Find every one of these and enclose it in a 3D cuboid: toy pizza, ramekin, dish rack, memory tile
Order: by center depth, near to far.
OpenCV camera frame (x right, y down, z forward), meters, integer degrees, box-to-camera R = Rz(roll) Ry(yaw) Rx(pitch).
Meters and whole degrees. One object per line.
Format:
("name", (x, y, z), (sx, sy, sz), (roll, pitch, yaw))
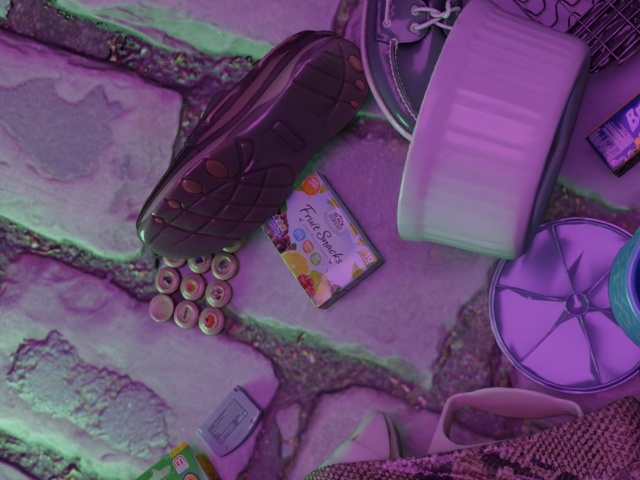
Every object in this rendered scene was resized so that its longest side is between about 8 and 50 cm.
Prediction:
("ramekin", (0.193, -0.113, 1.258), (0.135, 0.277, 0.277), (18, 91, 14))
("toy pizza", (0.293, 0.074, 1.321), (0.201, 0.032, 0.201), (-2, 83, 16))
("dish rack", (0.301, -0.331, 1.343), (0.208, 0.074, 0.271), (-44, 73, 13))
("memory tile", (-0.161, 0.043, 1.509), (0.113, 0.012, 0.148), (14, 90, 22))

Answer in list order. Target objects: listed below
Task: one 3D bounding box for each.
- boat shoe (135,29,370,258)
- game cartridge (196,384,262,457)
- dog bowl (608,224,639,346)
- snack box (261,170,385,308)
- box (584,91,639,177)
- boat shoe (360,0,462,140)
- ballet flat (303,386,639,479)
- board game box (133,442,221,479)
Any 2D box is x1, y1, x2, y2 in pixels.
("boat shoe", (-0.089, -0.121, 1.446), (0.355, 0.132, 0.130), (-42, 34, 3))
("game cartridge", (-0.113, 0.232, 1.471), (0.083, 0.017, 0.056), (-48, 67, 10))
("dog bowl", (0.424, -0.012, 1.243), (0.166, 0.074, 0.297), (25, 88, 14))
("snack box", (0.000, 0.000, 1.439), (0.100, 0.037, 0.141), (-39, 73, 12))
("box", (0.381, -0.146, 1.297), (0.169, 0.059, 0.054), (-40, 74, 13))
("boat shoe", (0.113, -0.275, 1.369), (0.116, 0.099, 0.320), (-3, 80, -19))
("ballet flat", (0.144, 0.265, 1.315), (0.482, 0.164, 0.182), (-13, 59, 14))
("board game box", (-0.142, 0.391, 1.456), (0.124, 0.039, 0.259), (-39, 76, 13))
